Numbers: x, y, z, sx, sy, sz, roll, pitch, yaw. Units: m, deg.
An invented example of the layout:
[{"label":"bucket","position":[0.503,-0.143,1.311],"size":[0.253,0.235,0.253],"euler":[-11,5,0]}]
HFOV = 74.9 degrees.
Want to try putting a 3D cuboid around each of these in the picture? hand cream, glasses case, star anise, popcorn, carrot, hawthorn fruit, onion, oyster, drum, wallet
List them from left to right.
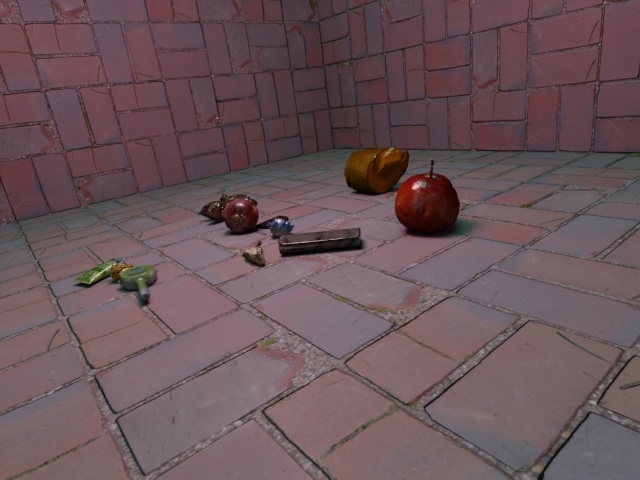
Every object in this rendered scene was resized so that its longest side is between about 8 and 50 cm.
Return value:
[{"label":"hand cream","position":[-0.810,0.112,1.549],"size":[0.095,0.045,0.175],"euler":[6,25,28]},{"label":"popcorn","position":[-0.711,0.111,1.500],"size":[0.083,0.057,0.083],"euler":[-14,17,-22]},{"label":"drum","position":[-0.575,0.136,1.384],"size":[0.130,0.049,0.253],"euler":[-24,25,-39]},{"label":"star anise","position":[-0.472,-0.174,2.153],"size":[0.316,0.108,0.315],"euler":[-3,26,2]},{"label":"onion","position":[-0.348,-0.120,1.888],"size":[0.160,0.159,0.195],"euler":[-3,19,14]},{"label":"oyster","position":[-0.245,0.050,1.532],"size":[0.106,0.061,0.200],"euler":[-24,15,7]},{"label":"wallet","position":[-0.220,-0.086,1.938],"size":[0.082,0.018,0.157],"euler":[8,24,38]},{"label":"glasses case","position":[0.000,0.000,1.537],"size":[0.300,0.060,0.114],"euler":[-6,19,5]},{"label":"carrot","position":[0.289,-0.372,2.236],"size":[0.242,0.241,0.341],"euler":[-22,20,-35]},{"label":"hawthorn fruit","position":[0.398,-0.170,1.554],"size":[0.242,0.271,0.241],"euler":[-5,25,3]}]

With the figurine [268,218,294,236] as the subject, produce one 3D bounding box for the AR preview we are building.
[{"label":"figurine","position":[-0.160,-0.056,1.734],"size":[0.115,0.114,0.078],"euler":[-9,64,-4]}]
